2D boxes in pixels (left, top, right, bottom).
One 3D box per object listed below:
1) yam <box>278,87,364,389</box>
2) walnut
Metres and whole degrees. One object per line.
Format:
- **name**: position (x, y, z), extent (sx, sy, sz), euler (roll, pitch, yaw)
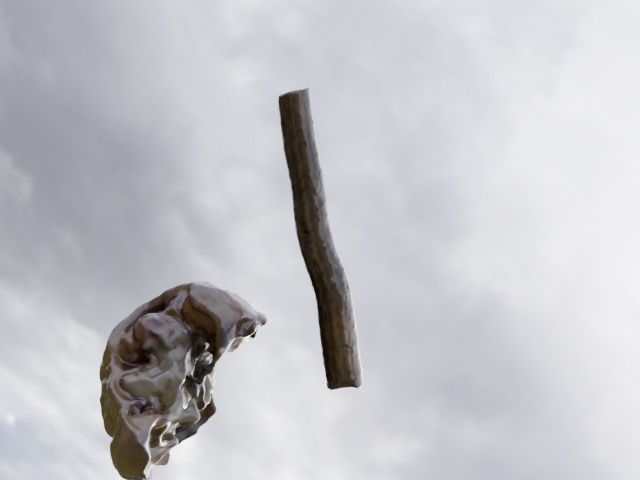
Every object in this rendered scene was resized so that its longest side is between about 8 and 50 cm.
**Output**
- **yam**: position (0.000, 0.000, 1.047), extent (0.045, 0.045, 0.327), euler (-7, -84, 35)
- **walnut**: position (-0.178, 0.154, 1.117), extent (0.141, 0.238, 0.204), euler (35, -17, 10)
